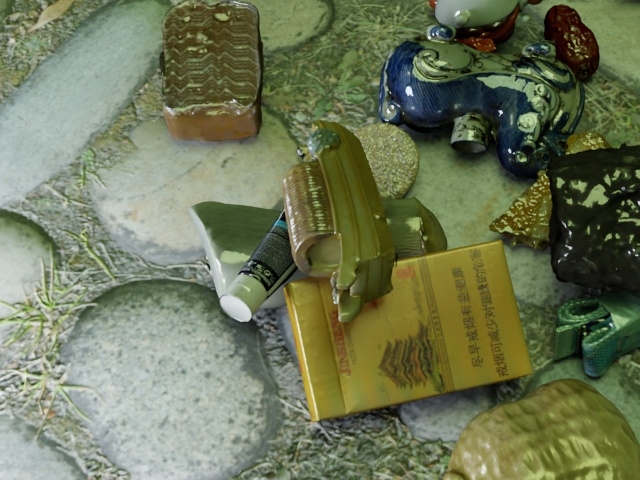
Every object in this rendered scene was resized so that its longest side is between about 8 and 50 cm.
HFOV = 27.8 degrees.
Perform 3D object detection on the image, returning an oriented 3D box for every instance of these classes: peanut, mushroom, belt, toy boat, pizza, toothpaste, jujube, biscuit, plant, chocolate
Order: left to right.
[{"bbox_3d":[-0.156,-0.244,1.873,0.148,0.093,0.214,-1,55,-2],"label":"chocolate"},{"bbox_3d":[-0.049,0.019,1.583,0.071,0.045,0.193,32,55,6],"label":"toothpaste"},{"bbox_3d":[0.000,0.000,1.679,0.329,0.122,0.159,-8,74,-6],"label":"mushroom"},{"bbox_3d":[0.013,-0.032,1.559,0.115,0.089,0.310,-6,45,-8],"label":"toy boat"},{"bbox_3d":[0.079,-0.106,1.791,0.120,0.015,0.120,-2,80,12],"label":"biscuit"},{"bbox_3d":[0.257,0.265,1.498,0.233,0.110,0.197,-16,56,-13],"label":"peanut"},{"bbox_3d":[0.321,-0.041,1.736,0.199,0.062,0.188,-14,83,3],"label":"pizza"},{"bbox_3d":[0.368,-0.295,1.912,0.077,0.077,0.129,-8,56,-5],"label":"jujube"},{"bbox_3d":[0.393,-0.028,1.610,0.234,0.178,0.204,0,13,3],"label":"plant"},{"bbox_3d":[0.436,0.092,1.639,0.302,0.072,0.087,-16,50,-9],"label":"belt"}]

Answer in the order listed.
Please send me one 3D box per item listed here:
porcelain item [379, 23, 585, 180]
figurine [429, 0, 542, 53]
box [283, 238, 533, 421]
[{"bbox_3d":[0.223,-0.188,1.819,0.288,0.138,0.186,10,72,2],"label":"porcelain item"},{"bbox_3d":[0.244,-0.363,1.924,0.183,0.160,0.226,10,61,8],"label":"figurine"},{"bbox_3d":[0.106,0.110,1.588,0.274,0.076,0.174,-11,82,-7],"label":"box"}]
